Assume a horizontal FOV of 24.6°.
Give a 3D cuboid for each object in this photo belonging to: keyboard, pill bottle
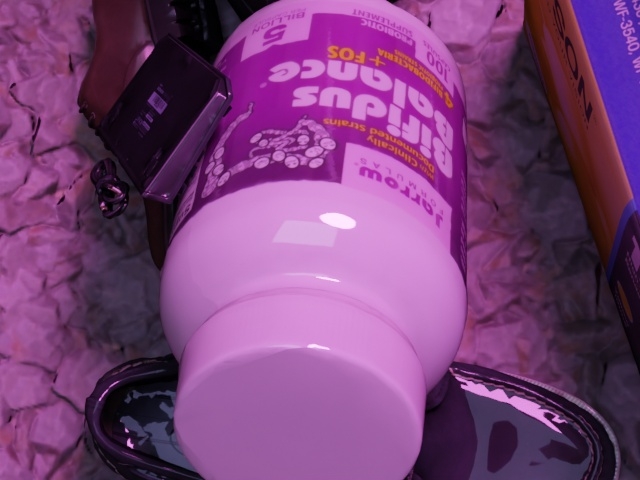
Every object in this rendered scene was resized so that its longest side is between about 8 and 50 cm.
[{"bbox_3d":[-0.099,-0.063,0.868,0.023,0.180,0.108,35,94,-22],"label":"keyboard"},{"bbox_3d":[0.000,0.000,0.835,0.169,0.169,0.301,-3,40,7],"label":"pill bottle"}]

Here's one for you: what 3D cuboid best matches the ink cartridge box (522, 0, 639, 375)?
[{"bbox_3d":[0.183,-0.050,0.818,0.072,0.307,0.303,-16,75,6],"label":"ink cartridge box"}]

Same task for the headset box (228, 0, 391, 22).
[{"bbox_3d":[-0.042,-0.281,0.927,0.131,0.246,0.283,-30,74,-9],"label":"headset box"}]

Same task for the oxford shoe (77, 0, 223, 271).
[{"bbox_3d":[-0.113,-0.077,0.994,0.096,0.083,0.227,-14,74,23],"label":"oxford shoe"}]

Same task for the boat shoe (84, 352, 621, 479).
[{"bbox_3d":[0.014,0.120,0.904,0.340,0.113,0.127,10,79,10],"label":"boat shoe"}]
